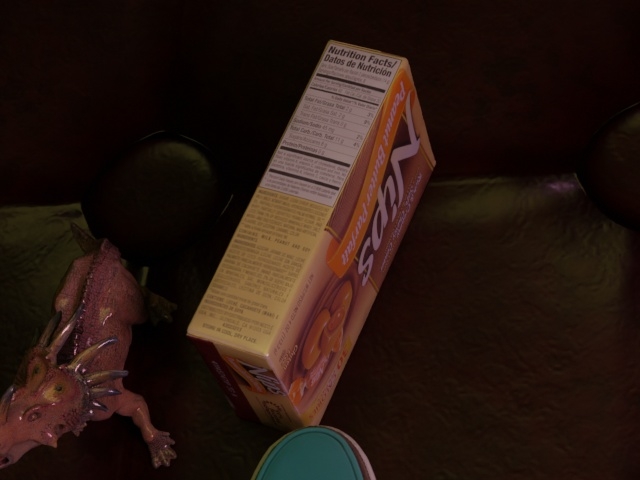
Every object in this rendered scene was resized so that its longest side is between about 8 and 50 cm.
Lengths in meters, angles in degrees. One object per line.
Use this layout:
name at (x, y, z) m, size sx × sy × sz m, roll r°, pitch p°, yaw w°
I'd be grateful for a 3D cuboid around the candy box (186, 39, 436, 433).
candy box at (0.000, 0.000, 1.617) m, size 0.087 × 0.183 × 0.316 m, roll 15°, pitch 65°, yaw 20°

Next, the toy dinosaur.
toy dinosaur at (-0.212, 0.084, 1.610) m, size 0.127 × 0.200 × 0.296 m, roll -4°, pitch 59°, yaw 11°

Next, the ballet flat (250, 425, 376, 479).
ballet flat at (-0.001, 0.350, 1.449) m, size 0.139 × 0.139 × 0.400 m, roll -10°, pitch 55°, yaw 8°
